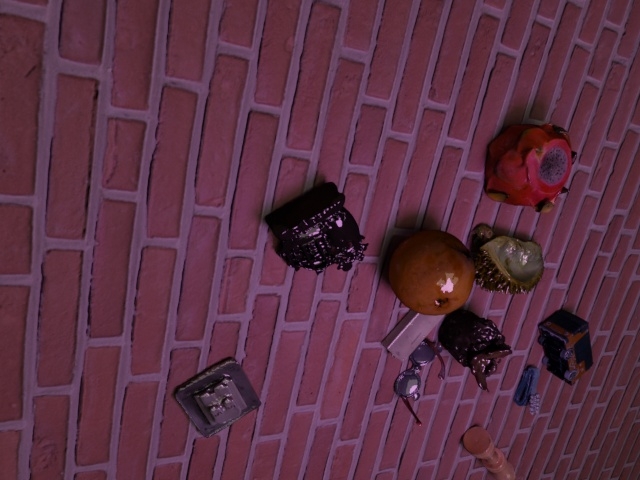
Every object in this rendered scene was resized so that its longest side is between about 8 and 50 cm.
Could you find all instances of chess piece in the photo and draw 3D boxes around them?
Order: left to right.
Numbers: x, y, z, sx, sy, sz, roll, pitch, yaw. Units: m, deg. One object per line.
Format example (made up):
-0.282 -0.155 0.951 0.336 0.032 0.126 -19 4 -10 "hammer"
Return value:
0.722 0.917 2.057 0.117 0.117 0.397 -43 124 -6 "chess piece"

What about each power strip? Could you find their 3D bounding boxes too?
-0.285 0.465 1.415 0.198 0.064 0.213 -30 120 -11 "power strip"
0.358 0.252 1.665 0.367 0.043 0.106 -47 122 -3 "power strip"

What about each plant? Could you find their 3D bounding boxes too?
0.528 0.353 1.684 0.178 0.234 0.204 28 100 -26 "plant"

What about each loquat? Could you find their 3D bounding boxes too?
0.336 0.100 1.493 0.263 0.263 0.263 -9 112 -23 "loquat"

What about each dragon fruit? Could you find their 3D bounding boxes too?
0.679 -0.234 1.556 0.290 0.189 0.291 -10 113 -23 "dragon fruit"

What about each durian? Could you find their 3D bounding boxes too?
0.663 0.091 1.724 0.394 0.163 0.198 1 82 -33 "durian"

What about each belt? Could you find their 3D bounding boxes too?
0.863 0.609 2.018 0.065 0.100 0.179 2 105 -31 "belt"

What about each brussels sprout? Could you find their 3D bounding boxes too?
0.553 -0.008 1.660 0.085 0.058 0.085 -7 124 -11 "brussels sprout"

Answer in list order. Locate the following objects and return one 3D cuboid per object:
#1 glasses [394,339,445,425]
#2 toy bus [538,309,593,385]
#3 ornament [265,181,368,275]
0.353 0.480 1.625 0.118 0.268 0.234 22 100 -12 "glasses"
0.997 0.429 1.993 0.167 0.138 0.275 -34 121 -13 "toy bus"
0.000 0.000 1.372 0.251 0.106 0.260 -27 127 -7 "ornament"
